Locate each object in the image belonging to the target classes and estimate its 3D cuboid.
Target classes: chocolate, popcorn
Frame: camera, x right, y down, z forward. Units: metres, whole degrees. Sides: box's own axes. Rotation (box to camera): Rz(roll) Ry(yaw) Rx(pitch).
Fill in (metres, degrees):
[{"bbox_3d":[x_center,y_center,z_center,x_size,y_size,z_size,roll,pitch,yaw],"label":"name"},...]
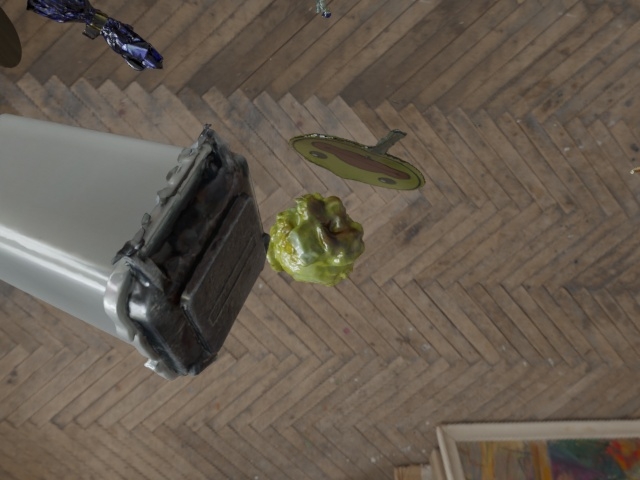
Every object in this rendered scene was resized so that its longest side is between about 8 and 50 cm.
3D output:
[{"bbox_3d":[-0.545,-0.536,1.456,0.343,0.148,0.126,29,65,-27],"label":"chocolate"},{"bbox_3d":[-0.011,-0.003,1.801,0.312,0.312,0.312,-1,107,-4],"label":"popcorn"}]

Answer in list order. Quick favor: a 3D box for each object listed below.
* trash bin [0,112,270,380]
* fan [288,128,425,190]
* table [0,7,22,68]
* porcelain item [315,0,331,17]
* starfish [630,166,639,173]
[{"bbox_3d":[-0.274,-0.020,0.724,0.368,0.296,0.255,19,62,14],"label":"trash bin"},{"bbox_3d":[0.066,-0.126,0.894,0.230,0.335,0.011,18,83,-9],"label":"fan"},{"bbox_3d":[-0.867,-0.464,1.381,0.227,0.167,0.167,-13,108,11],"label":"table"},{"bbox_3d":[-0.003,-0.656,1.599,0.021,0.075,0.136,-13,75,-16],"label":"porcelain item"},{"bbox_3d":[0.704,-0.125,1.055,0.247,0.138,0.050,2,99,-8],"label":"starfish"}]
